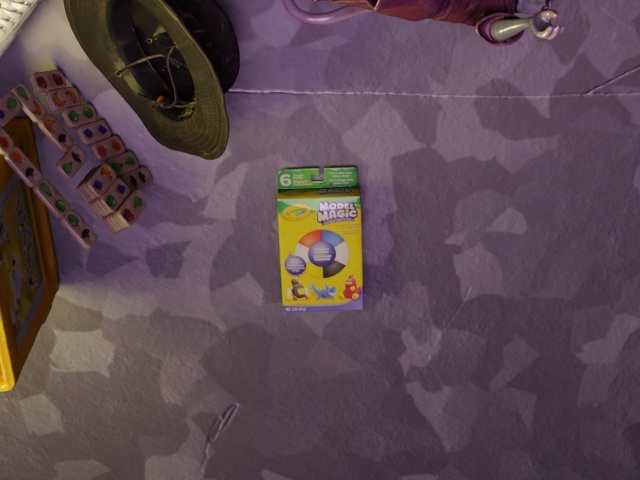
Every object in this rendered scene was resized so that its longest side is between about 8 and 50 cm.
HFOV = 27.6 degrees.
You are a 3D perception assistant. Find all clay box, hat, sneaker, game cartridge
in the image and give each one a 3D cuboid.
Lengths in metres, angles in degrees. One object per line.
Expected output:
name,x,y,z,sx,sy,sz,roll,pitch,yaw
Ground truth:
clay box,0.000,0.000,1.980,0.128,0.053,0.222,-3,115,1
hat,-0.200,-0.276,1.792,0.134,0.331,0.331,-40,114,-24
sneaker,-0.424,-0.334,1.773,0.087,0.092,0.228,34,90,-18
game cartridge,-0.437,0.011,1.840,0.053,0.323,0.285,-3,115,5

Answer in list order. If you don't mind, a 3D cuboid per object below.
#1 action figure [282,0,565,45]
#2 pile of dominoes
action figure,0.163,-0.332,1.754,0.370,0.248,0.276,8,152,-29
pile of dominoes,-0.344,-0.127,1.847,0.040,0.196,0.251,-24,114,37
